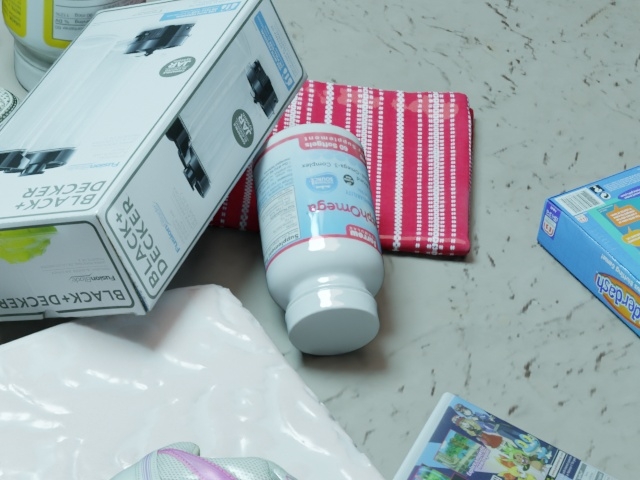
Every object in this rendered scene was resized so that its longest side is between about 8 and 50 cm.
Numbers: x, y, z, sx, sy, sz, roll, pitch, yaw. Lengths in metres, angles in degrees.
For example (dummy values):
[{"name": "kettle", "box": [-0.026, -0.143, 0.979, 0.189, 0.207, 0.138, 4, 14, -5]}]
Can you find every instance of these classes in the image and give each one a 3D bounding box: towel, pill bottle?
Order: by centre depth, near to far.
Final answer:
[{"name": "towel", "box": [-0.117, 0.177, 1.265, 0.317, 0.053, 0.332, -18, 47, -27]}, {"name": "pill bottle", "box": [0.000, 0.000, 1.454, 0.087, 0.087, 0.160, -2, 55, -11]}, {"name": "towel", "box": [-0.013, -0.071, 1.595, 0.275, 0.031, 0.199, 8, 41, 0]}, {"name": "pill bottle", "box": [-0.199, -0.221, 1.603, 0.119, 0.208, 0.119, 4, 41, -4]}]

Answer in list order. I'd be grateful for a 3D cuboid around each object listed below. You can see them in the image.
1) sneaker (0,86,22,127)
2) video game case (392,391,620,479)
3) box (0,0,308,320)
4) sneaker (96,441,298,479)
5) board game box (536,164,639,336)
[{"name": "sneaker", "box": [-0.384, -0.124, 1.509, 0.343, 0.146, 0.134, 15, 40, 8]}, {"name": "video game case", "box": [0.130, 0.191, 1.261, 0.183, 0.023, 0.201, 27, 31, 8]}, {"name": "box", "box": [-0.145, -0.066, 1.444, 0.169, 0.087, 0.290, -4, 37, 32]}, {"name": "sneaker", "box": [-0.027, 0.185, 1.150, 0.252, 0.103, 0.111, 27, 45, 20]}, {"name": "board game box", "box": [0.294, 0.021, 1.519, 0.160, 0.047, 0.210, -19, 46, -29]}]
